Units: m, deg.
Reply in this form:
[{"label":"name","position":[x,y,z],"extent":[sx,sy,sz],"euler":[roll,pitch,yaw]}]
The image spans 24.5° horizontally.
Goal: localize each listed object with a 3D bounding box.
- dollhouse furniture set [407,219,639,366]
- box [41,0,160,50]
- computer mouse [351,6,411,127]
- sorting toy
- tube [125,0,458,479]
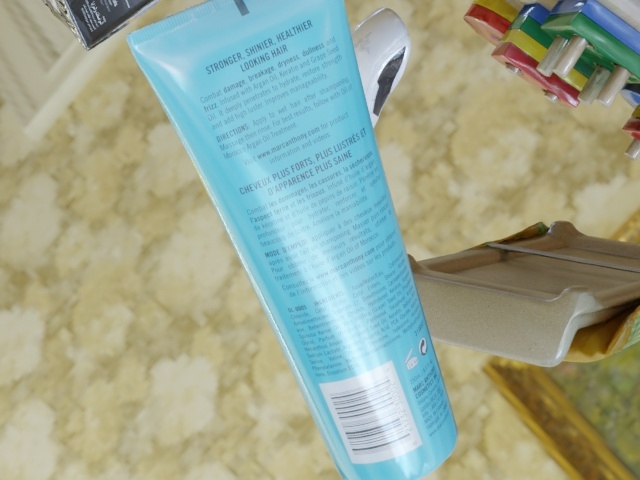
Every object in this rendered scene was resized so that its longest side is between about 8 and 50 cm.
[{"label":"dollhouse furniture set","position":[0.198,0.090,0.872],"extent":[0.301,0.151,0.197],"euler":[11,-165,44]},{"label":"box","position":[-0.230,-0.306,0.942],"extent":[0.257,0.079,0.322],"euler":[46,166,25]},{"label":"computer mouse","position":[0.026,-0.140,1.420],"extent":[0.042,0.193,0.106],"euler":[-10,-132,-37]},{"label":"sorting toy","position":[0.150,-0.072,0.693],"extent":[0.132,0.046,0.274],"euler":[34,180,-12]},{"label":"tube","position":[0.000,0.000,0.558],"extent":[0.052,0.080,0.207],"euler":[31,145,56]}]
